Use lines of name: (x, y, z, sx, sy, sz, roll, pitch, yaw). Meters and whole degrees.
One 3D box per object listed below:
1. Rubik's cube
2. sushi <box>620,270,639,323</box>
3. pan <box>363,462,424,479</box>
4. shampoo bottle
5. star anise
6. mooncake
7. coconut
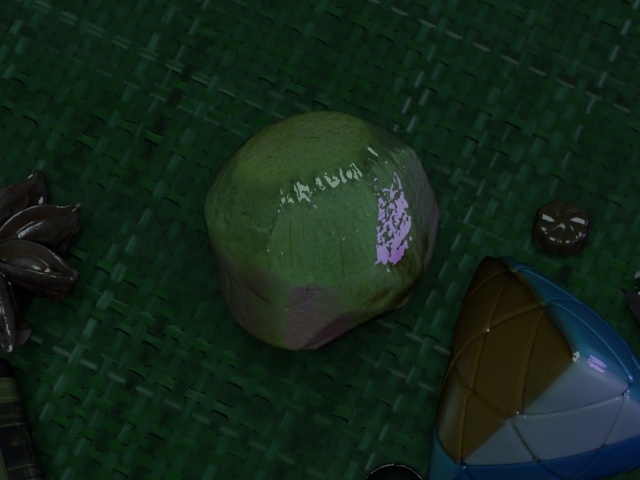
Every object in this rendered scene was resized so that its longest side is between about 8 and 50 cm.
Rubik's cube: (0.241, 0.134, 1.294, 0.254, 0.254, 0.254, 0, 78, 2)
sushi: (0.469, 0.098, 1.373, 0.290, 0.050, 0.264, -26, 71, -3)
pan: (0.082, 0.268, 1.365, 0.068, 0.023, 0.115, -30, 76, -5)
shampoo bottle: (-0.303, 0.255, 1.343, 0.101, 0.101, 0.284, -18, 78, -2)
star anise: (-0.318, 0.034, 1.389, 0.212, 0.073, 0.197, -26, 51, -3)
mooncake: (0.385, -0.032, 1.385, 0.346, 0.057, 0.150, -25, 71, 7)
coconut: (0.000, 0.000, 1.338, 0.204, 0.236, 0.236, 10, 77, 28)
